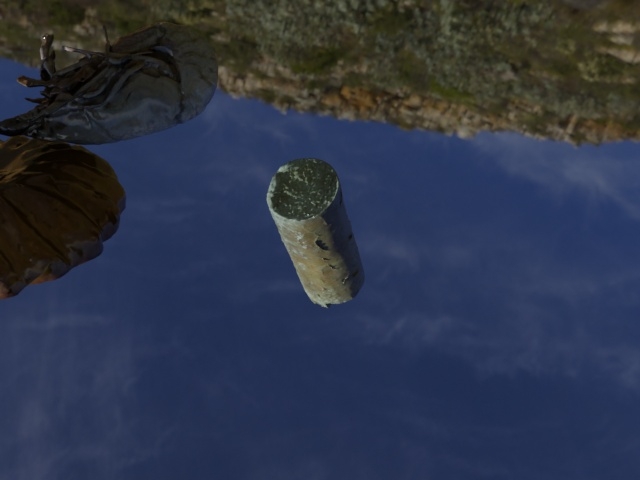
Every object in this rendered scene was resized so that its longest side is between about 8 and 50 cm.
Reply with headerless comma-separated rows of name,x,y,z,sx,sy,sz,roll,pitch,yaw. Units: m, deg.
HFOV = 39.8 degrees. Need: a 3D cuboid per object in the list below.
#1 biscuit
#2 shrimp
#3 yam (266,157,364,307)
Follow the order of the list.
biscuit,-0.404,-0.045,1.078,0.326,0.107,0.326,-2,-147,1
shrimp,-0.291,-0.181,1.079,0.343,0.145,0.116,-19,-157,-14
yam,0.000,0.000,1.125,0.093,0.259,0.093,-5,-121,9
